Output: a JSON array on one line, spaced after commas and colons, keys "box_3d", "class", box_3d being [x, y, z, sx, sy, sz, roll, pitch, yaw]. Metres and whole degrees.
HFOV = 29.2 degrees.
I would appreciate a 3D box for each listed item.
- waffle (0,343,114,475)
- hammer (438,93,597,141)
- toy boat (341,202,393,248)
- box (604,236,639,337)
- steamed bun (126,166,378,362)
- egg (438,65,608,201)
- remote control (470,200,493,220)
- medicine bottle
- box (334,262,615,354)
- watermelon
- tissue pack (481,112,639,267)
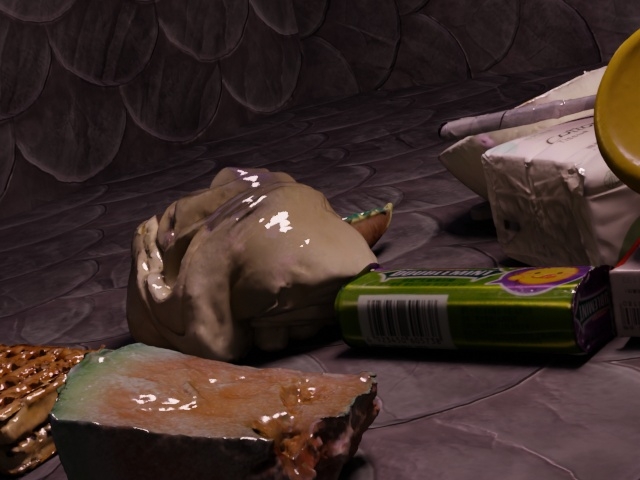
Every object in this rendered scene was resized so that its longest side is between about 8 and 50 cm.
[{"box_3d": [-0.421, 0.208, 1.573, 0.308, 0.091, 0.213, -3, 17, 37], "class": "waffle"}, {"box_3d": [0.376, -0.197, 1.798, 0.426, 0.044, 0.152, -10, 12, 28], "class": "hammer"}, {"box_3d": [0.007, 0.006, 1.995, 0.293, 0.108, 0.099, -17, 42, -18], "class": "toy boat"}, {"box_3d": [0.436, 0.055, 1.402, 0.182, 0.099, 0.133, -2, 18, 32], "class": "box"}, {"box_3d": [-0.114, 0.020, 1.732, 0.339, 0.247, 0.352, -19, 19, -21], "class": "steamed bun"}, {"box_3d": [0.382, -0.141, 2.008, 0.337, 0.201, 0.337, -29, -4, -2], "class": "egg"}, {"box_3d": [0.376, -0.077, 2.162, 0.245, 0.022, 0.077, -17, 12, -17], "class": "remote control"}, {"box_3d": [0.511, -0.113, 1.465, 0.224, 0.224, 0.384, 1, -12, 44], "class": "medicine bottle"}, {"box_3d": [0.188, 0.080, 1.521, 0.345, 0.097, 0.134, -2, 15, 40], "class": "box"}, {"box_3d": [-0.107, 0.215, 1.197, 0.302, 0.151, 0.264, 8, 14, 8], "class": "watermelon"}, {"box_3d": [0.453, -0.088, 1.757, 0.356, 0.194, 0.266, -18, 15, -21], "class": "tissue pack"}]
